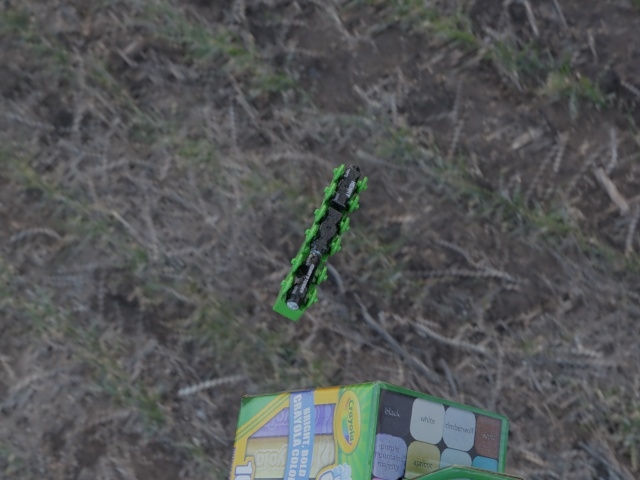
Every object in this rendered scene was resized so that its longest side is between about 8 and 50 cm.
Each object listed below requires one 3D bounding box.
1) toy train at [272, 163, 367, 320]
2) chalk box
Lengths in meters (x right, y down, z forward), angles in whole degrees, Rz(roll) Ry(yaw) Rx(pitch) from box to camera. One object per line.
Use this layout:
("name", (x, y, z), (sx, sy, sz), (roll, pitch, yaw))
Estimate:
("toy train", (0.000, 0.000, 0.565), (0.017, 0.024, 0.083), (29, 55, -6))
("chalk box", (0.045, 0.179, 0.898), (0.213, 0.132, 0.132), (-13, 64, 52))
